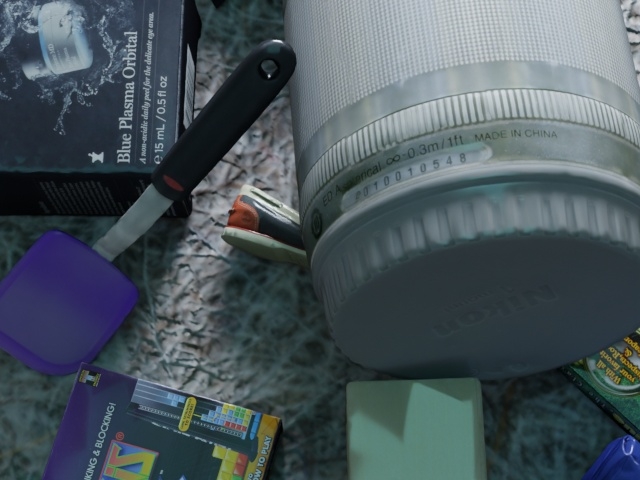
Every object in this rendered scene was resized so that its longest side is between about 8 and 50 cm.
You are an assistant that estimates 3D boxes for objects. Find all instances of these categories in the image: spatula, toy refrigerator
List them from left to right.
[{"bbox_3d":[-0.113,-0.020,0.930,0.084,0.030,0.296,38,117,-14],"label":"spatula"},{"bbox_3d":[0.058,0.228,0.893,0.094,0.102,0.269,-2,74,0],"label":"toy refrigerator"}]

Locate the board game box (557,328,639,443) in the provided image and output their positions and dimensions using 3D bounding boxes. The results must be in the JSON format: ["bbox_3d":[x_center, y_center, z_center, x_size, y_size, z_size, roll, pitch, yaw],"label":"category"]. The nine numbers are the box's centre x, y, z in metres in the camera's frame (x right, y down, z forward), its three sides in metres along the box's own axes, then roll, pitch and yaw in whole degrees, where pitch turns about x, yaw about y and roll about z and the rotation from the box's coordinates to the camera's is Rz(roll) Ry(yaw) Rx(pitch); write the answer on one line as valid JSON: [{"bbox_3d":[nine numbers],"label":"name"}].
[{"bbox_3d":[0.229,0.059,0.982,0.136,0.030,0.260,-43,77,-13],"label":"board game box"}]

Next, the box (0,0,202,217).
[{"bbox_3d":[-0.169,-0.103,1.001,0.158,0.093,0.156,0,73,2],"label":"box"}]

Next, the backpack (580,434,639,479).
[{"bbox_3d":[0.211,0.196,0.904,0.120,0.101,0.098,39,84,8],"label":"backpack"}]

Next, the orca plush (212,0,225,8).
[{"bbox_3d":[0.046,-0.247,1.019,0.287,0.102,0.151,-2,91,-1],"label":"orca plush"}]

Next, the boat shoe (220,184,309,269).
[{"bbox_3d":[0.000,0.000,0.993,0.137,0.049,0.043,18,72,11],"label":"boat shoe"}]

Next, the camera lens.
[{"bbox_3d":[0.091,-0.075,0.902,0.219,0.219,0.274,-5,61,-1],"label":"camera lens"}]

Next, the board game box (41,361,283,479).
[{"bbox_3d":[-0.114,0.180,0.937,0.141,0.048,0.170,15,74,4],"label":"board game box"}]
